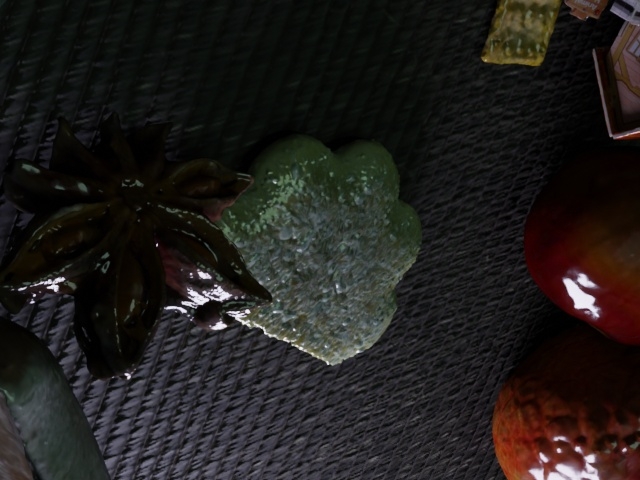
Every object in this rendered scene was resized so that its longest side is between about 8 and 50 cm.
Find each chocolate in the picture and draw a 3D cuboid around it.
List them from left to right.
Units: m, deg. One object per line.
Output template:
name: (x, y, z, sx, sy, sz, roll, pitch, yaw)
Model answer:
chocolate: (-0.237, 0.164, 0.933, 0.100, 0.185, 0.303, -55, 144, -42)

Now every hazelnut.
hazelnut: (0.326, -0.005, 1.264, 0.229, 0.229, 0.229, -20, 125, -30)

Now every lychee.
lychee: (0.320, 0.209, 1.380, 0.255, 0.300, 0.255, -1, 93, -17)

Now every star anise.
star anise: (-0.143, 0.007, 0.924, 0.220, 0.099, 0.214, 23, 60, -29)

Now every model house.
model house: (0.360, -0.179, 1.214, 0.294, 0.207, 0.154, -1, 126, -40)

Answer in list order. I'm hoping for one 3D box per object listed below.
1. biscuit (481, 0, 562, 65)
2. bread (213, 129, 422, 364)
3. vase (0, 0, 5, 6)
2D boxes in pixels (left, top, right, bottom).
biscuit: (0.194, -0.208, 1.173, 0.083, 0.018, 0.081, -4, 117, -37)
bread: (0.000, 0.000, 1.110, 0.286, 0.056, 0.207, 25, 99, -46)
vase: (-0.212, -0.208, 0.763, 0.299, 0.143, 0.143, -48, 135, -2)
